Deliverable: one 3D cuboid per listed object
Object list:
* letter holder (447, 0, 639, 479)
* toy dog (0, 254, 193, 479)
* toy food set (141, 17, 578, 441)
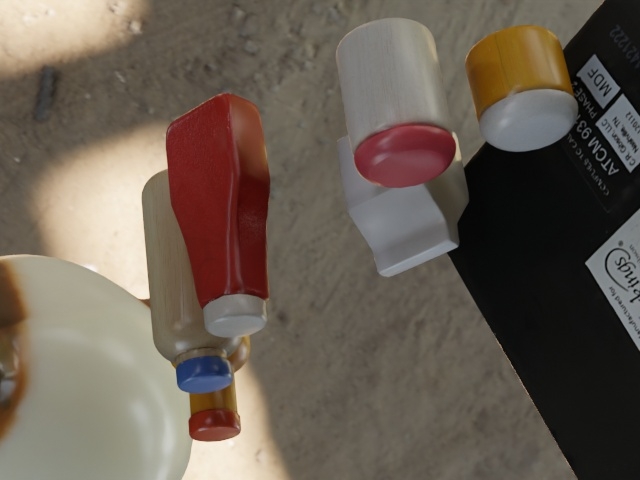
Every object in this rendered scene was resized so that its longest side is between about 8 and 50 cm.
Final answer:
[{"bbox_3d":[0.222,0.059,0.526,0.214,0.302,0.152,6,135,-39],"label":"letter holder"},{"bbox_3d":[-0.207,0.209,0.748,0.284,0.395,0.408,2,102,-38],"label":"toy dog"},{"bbox_3d":[0.000,0.000,0.521,0.111,0.232,0.105,22,51,-47],"label":"toy food set"}]
